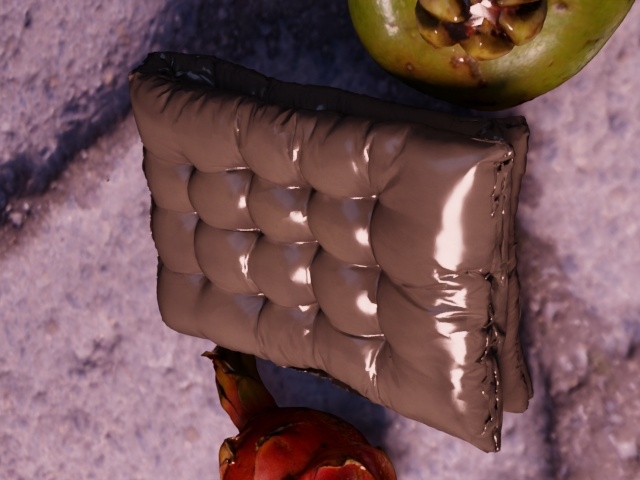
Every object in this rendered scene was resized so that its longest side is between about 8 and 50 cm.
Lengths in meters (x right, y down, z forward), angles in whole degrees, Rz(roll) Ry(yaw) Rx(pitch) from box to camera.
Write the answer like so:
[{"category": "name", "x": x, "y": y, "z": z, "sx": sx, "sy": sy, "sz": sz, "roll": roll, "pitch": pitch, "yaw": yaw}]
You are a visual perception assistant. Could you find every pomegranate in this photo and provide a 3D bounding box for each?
[{"category": "pomegranate", "x": 0.110, "y": -0.156, "z": 0.822, "sx": 0.159, "sy": 0.189, "sz": 0.241, "roll": -64, "pitch": 32, "yaw": 23}]

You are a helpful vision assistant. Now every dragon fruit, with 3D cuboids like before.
[{"category": "dragon fruit", "x": -0.027, "y": 0.157, "z": 0.952, "sx": 0.246, "sy": 0.125, "sz": 0.125, "roll": 51, "pitch": 127, "yaw": 38}]

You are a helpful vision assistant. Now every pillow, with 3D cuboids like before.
[{"category": "pillow", "x": 0.000, "y": 0.000, "z": 0.901, "sx": 0.326, "sy": 0.101, "sz": 0.228, "roll": 14, "pitch": 121, "yaw": 32}]
